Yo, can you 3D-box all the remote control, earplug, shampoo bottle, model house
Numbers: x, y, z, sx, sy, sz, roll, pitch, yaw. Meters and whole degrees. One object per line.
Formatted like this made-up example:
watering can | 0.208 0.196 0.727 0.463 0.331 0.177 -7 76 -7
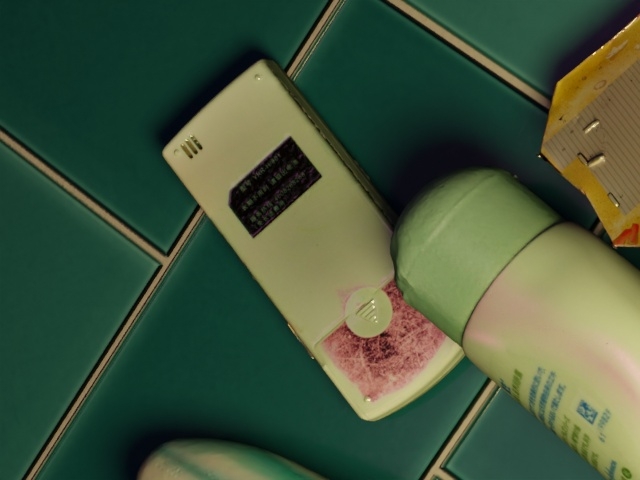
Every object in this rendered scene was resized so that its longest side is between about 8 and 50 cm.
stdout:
remote control | 0.000 0.000 1.810 0.145 0.050 0.344 -41 75 14
earplug | -0.033 0.274 1.750 0.324 0.185 0.185 27 97 25
shampoo bottle | 0.207 0.073 1.644 0.349 0.222 0.151 40 82 22
model house | 0.324 -0.085 1.668 0.219 0.136 0.207 -43 46 11
